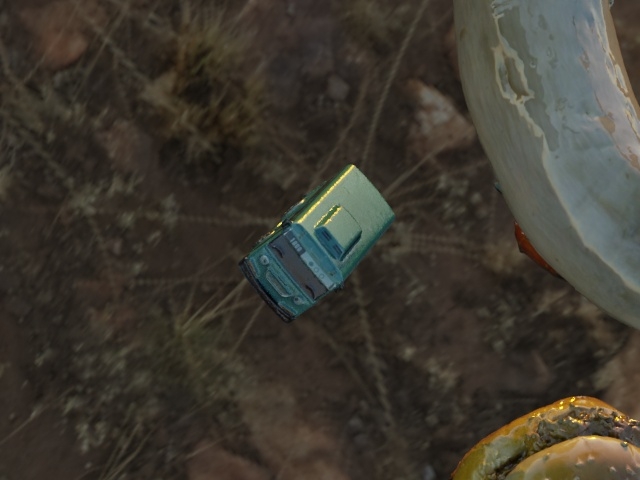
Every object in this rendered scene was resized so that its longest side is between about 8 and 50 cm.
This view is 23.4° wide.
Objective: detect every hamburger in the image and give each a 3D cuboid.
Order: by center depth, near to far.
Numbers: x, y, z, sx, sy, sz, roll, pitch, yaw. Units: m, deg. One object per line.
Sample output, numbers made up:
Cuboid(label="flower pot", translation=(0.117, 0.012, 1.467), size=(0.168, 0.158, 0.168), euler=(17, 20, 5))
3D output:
Cuboid(label="hamburger", translation=(0.196, 0.212, 1.196), size=(0.191, 0.118, 0.182), euler=(-43, 130, 2))

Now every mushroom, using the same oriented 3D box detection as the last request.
Cuboid(label="mushroom", translation=(0.148, -0.098, 0.944), size=(0.123, 0.095, 0.351), euler=(-24, 73, 12))

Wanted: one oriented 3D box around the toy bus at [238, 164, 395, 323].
Cuboid(label="toy bus", translation=(0.000, 0.000, 1.420), size=(0.079, 0.092, 0.160), euler=(51, 33, -5))

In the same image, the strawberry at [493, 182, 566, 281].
Cuboid(label="strawberry", translation=(0.245, -0.031, 1.488), size=(0.085, 0.192, 0.140), euler=(-17, 97, -22))

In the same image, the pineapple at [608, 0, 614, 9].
Cuboid(label="pineapple", translation=(0.193, -0.240, 1.172), size=(0.047, 0.221, 0.221), euler=(16, 53, 33))
